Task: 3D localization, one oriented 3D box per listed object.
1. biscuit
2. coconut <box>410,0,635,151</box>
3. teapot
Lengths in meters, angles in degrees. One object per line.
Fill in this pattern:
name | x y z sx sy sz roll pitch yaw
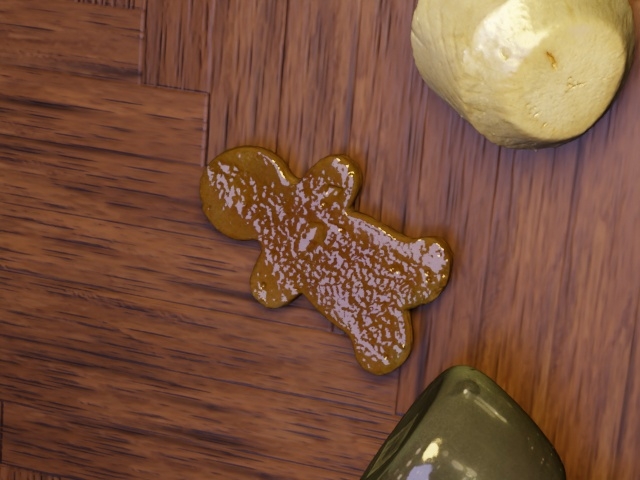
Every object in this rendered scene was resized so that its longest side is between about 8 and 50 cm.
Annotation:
biscuit | 0.000 0.000 1.830 0.301 0.049 0.197 34 107 8
coconut | 0.195 -0.203 1.630 0.202 0.222 0.202 -11 124 -17
teapot | 0.173 0.323 1.768 0.285 0.223 0.305 35 110 0
